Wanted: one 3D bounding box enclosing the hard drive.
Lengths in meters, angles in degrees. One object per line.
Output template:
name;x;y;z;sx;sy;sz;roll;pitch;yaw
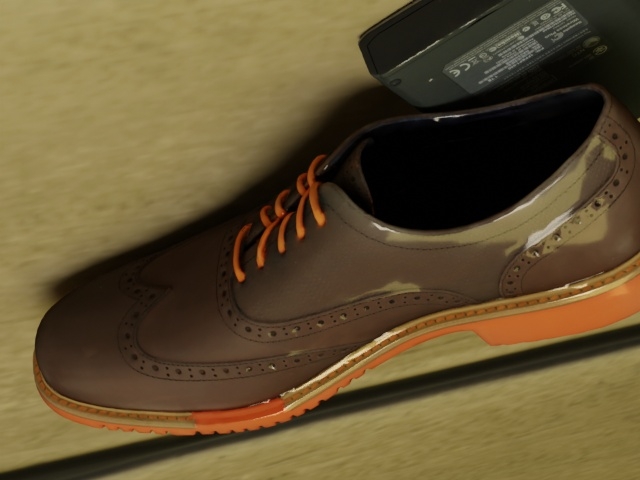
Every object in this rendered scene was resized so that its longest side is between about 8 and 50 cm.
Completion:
hard drive;0.087;-0.070;0.707;0.094;0.022;0.135;-31;151;19

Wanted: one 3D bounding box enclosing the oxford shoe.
oxford shoe;0.000;0.000;0.706;0.271;0.097;0.098;-18;139;12
